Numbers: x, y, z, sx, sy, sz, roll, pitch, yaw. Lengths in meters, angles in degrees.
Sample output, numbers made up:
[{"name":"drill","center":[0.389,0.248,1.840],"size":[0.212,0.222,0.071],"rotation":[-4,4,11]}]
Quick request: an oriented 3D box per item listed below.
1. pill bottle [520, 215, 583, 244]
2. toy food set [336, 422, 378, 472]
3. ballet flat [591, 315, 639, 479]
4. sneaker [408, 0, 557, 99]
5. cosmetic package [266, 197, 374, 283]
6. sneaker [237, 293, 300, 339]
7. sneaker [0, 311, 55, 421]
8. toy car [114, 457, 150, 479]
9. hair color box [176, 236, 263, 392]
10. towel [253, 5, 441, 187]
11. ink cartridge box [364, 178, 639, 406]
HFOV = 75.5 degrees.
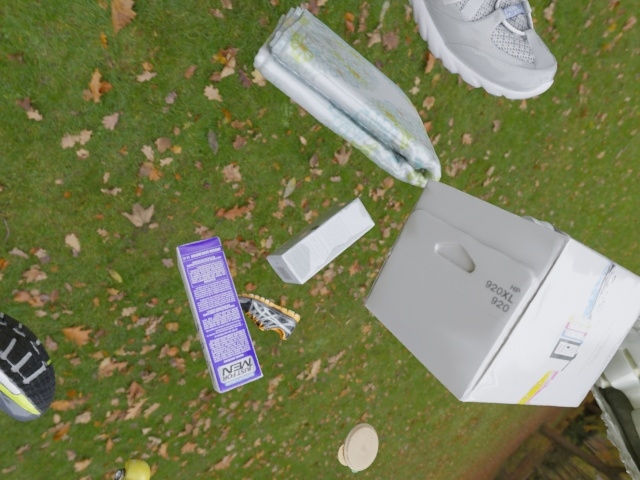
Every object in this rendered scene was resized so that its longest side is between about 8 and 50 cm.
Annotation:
[{"name":"pill bottle","center":[0.428,0.010,0.786],"size":[0.137,0.078,0.078],"rotation":[24,108,-18]},{"name":"toy food set","center":[0.072,0.374,0.748],"size":[0.082,0.020,0.083],"rotation":[43,63,-22]},{"name":"ballet flat","center":[0.474,0.240,0.597],"size":[0.146,0.410,0.147],"rotation":[-9,150,-5]},{"name":"sneaker","center":[0.145,-0.265,0.398],"size":[0.105,0.281,0.115],"rotation":[-38,-179,-33]},{"name":"cosmetic package","center":[0.000,0.000,0.954],"size":[0.231,0.117,0.086],"rotation":[-40,103,-22]},{"name":"sneaker","center":[-0.166,0.217,1.200],"size":[0.083,0.214,0.084],"rotation":[-69,-169,-20]},{"name":"sneaker","center":[-0.480,0.136,0.520],"size":[0.300,0.111,0.121],"rotation":[43,88,-11]},{"name":"toy car","center":[-0.378,0.530,0.701],"size":[0.224,0.053,0.239],"rotation":[-1,83,-53]},{"name":"hair color box","center":[-0.251,0.182,1.001],"size":[0.109,0.339,0.185],"rotation":[-14,169,-21]},{"name":"towel","center":[0.060,-0.279,0.792],"size":[0.374,0.321,0.090],"rotation":[32,123,-18]},{"name":"ink cartridge box","center":[0.206,0.063,0.466],"size":[0.232,0.171,0.168],"rotation":[18,103,-35]}]
